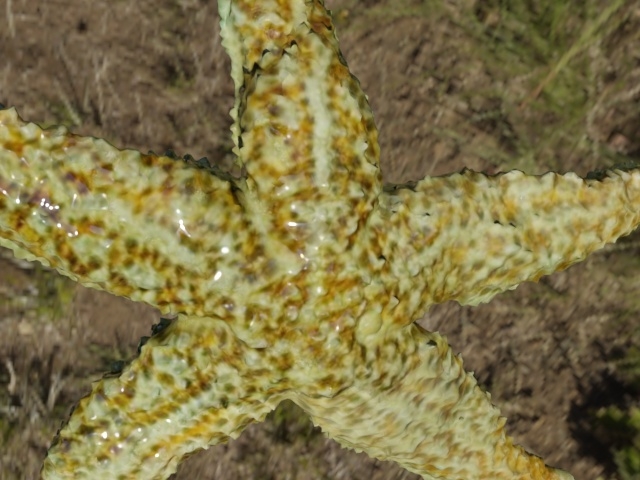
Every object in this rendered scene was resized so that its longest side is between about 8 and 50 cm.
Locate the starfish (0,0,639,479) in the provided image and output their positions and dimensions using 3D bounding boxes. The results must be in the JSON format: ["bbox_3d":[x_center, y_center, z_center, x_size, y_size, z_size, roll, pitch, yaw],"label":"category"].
[{"bbox_3d":[0.003,0.000,0.546,0.358,0.347,0.078,-17,24,-11],"label":"starfish"}]
